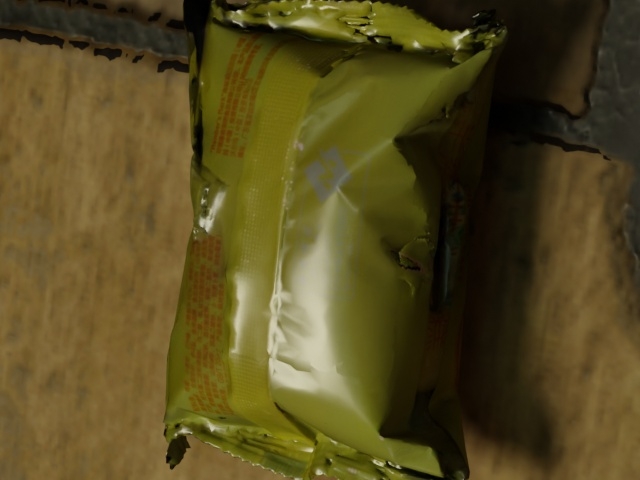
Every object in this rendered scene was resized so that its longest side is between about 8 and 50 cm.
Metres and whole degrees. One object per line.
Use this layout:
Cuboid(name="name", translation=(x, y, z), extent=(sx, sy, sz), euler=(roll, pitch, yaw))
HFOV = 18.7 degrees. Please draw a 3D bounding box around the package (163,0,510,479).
Cuboid(name="package", translation=(0.000, 0.000, 0.823), extent=(0.168, 0.090, 0.226), euler=(10, 96, 33))
